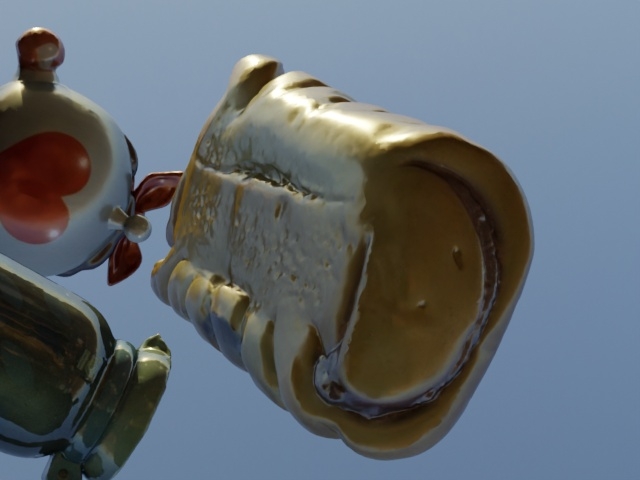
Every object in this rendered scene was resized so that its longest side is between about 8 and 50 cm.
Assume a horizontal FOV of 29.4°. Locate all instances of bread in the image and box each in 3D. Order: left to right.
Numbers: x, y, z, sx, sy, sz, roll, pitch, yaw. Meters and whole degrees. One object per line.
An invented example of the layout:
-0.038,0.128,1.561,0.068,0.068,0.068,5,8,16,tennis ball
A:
0.000,0.000,0.533,0.081,0.134,0.225,15,-170,-31,bread

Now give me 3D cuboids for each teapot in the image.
-0.087,0.038,0.331,0.083,0.049,0.064,30,-138,-14,teapot

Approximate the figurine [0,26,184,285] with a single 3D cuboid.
-0.204,-0.054,0.799,0.226,0.160,0.184,23,-108,-23,figurine
